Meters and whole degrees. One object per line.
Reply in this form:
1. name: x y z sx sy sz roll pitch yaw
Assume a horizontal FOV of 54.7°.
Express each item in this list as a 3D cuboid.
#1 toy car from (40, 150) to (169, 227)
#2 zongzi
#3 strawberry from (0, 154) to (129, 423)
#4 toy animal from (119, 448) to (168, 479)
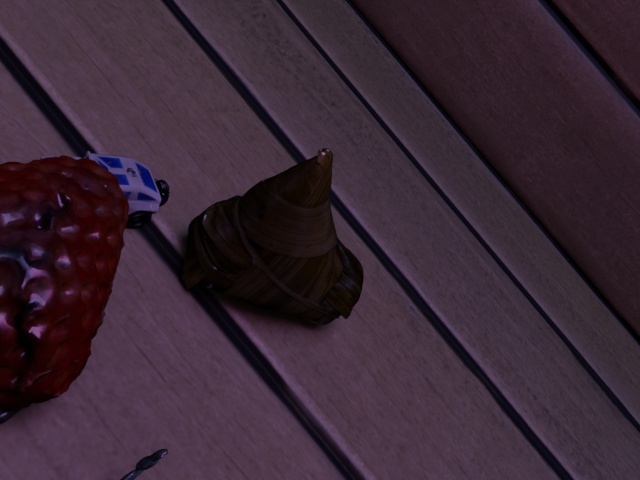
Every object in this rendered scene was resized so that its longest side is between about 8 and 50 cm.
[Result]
1. toy car: -0.271 -0.066 0.783 0.171 0.070 0.080 1 56 -48
2. zongzi: 0.000 0.000 0.833 0.286 0.288 0.134 21 48 -37
3. strawberry: -0.279 0.022 0.576 0.280 0.150 0.253 -17 73 -42
4. toy animal: -0.250 0.225 0.501 0.253 0.079 0.070 5 74 -46
